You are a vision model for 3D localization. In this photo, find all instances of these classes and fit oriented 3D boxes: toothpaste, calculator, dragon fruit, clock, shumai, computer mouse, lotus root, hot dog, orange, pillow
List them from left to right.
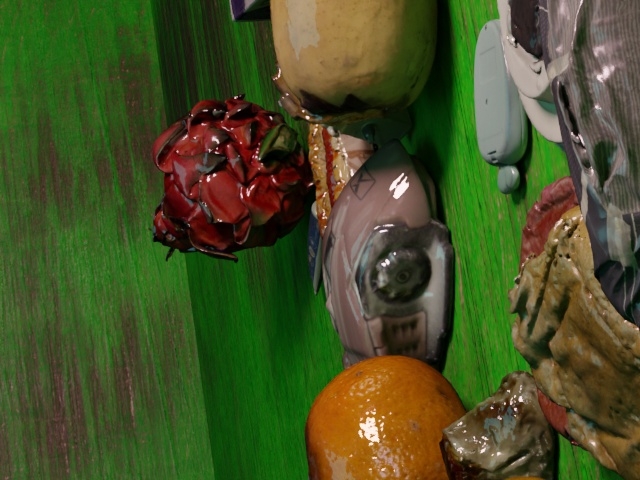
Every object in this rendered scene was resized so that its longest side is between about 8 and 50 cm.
[{"bbox_3d":[-0.145,-0.078,2.163,0.234,0.293,0.234,42,-146,-37],"label":"dragon fruit"},{"bbox_3d":[0.000,0.000,2.065,0.197,0.034,0.057,98,167,-55],"label":"toothpaste"},{"bbox_3d":[0.028,-0.089,1.827,0.131,0.069,0.253,136,128,-75],"label":"hot dog"},{"bbox_3d":[0.029,-0.267,1.519,0.183,0.182,0.310,-154,59,-75],"label":"lotus root"},{"bbox_3d":[0.058,0.073,1.672,0.199,0.114,0.389,-113,22,-61],"label":"computer mouse"},{"bbox_3d":[0.069,0.225,1.533,0.224,0.170,0.224,169,90,-81],"label":"orange"},{"bbox_3d":[0.151,0.174,1.362,0.099,0.087,0.124,-126,34,-68],"label":"shumai"},{"bbox_3d":[0.157,-0.117,1.357,0.095,0.021,0.153,167,100,-77],"label":"calculator"},{"bbox_3d":[0.179,-0.176,1.173,0.236,0.053,0.237,173,90,-77],"label":"clock"},{"bbox_3d":[0.208,-0.112,0.874,0.092,0.161,0.335,32,-131,-73],"label":"pillow"}]

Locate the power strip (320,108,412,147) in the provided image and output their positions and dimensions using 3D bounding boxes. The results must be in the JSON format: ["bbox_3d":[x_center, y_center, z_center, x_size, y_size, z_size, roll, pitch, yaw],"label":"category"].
[{"bbox_3d":[0.016,-0.243,1.728,0.043,0.106,0.367,-48,43,36],"label":"power strip"}]

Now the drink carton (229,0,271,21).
[{"bbox_3d":[-0.057,-0.369,2.014,0.222,0.101,0.134,172,94,-77],"label":"drink carton"}]

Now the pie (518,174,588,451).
[{"bbox_3d":[0.201,0.054,1.164,0.204,0.054,0.219,114,148,-64],"label":"pie"}]

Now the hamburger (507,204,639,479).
[{"bbox_3d":[0.223,0.063,0.977,0.206,0.130,0.183,57,158,24],"label":"hamburger"}]

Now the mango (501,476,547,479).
[{"bbox_3d":[0.161,0.277,1.300,0.253,0.113,0.139,111,142,-69],"label":"mango"}]
